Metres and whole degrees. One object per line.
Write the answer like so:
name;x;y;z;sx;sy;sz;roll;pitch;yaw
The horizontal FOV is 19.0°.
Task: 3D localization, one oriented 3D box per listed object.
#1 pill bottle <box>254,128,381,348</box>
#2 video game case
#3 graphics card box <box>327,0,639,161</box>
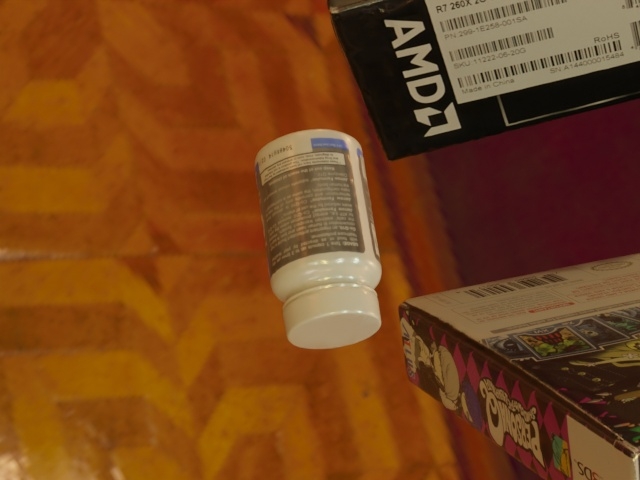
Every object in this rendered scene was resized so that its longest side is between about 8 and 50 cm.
pill bottle;0.000;0.000;1.319;0.078;0.078;0.137;10;61;-35
video game case;0.173;0.041;0.722;0.232;0.210;0.042;-11;104;-17
graphics card box;0.180;-0.181;0.765;0.094;0.370;0.233;64;16;-47
